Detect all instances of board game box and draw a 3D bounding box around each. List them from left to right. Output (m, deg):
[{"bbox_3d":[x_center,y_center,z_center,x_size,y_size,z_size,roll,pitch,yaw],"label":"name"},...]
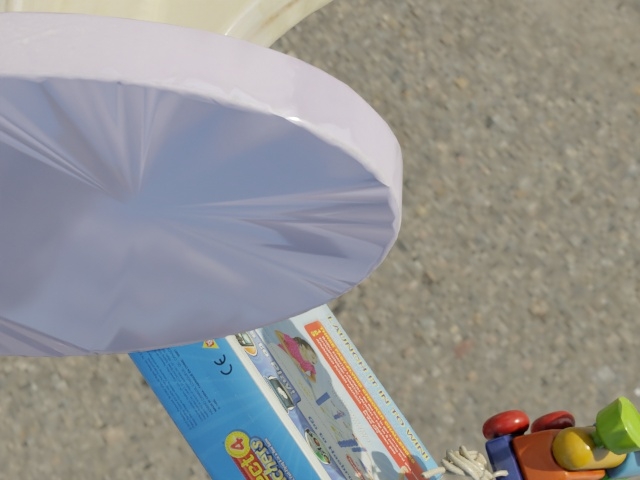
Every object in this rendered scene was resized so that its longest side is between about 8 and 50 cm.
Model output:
[{"bbox_3d":[-0.035,0.145,1.400,0.086,0.308,0.302,-36,173,15],"label":"board game box"}]

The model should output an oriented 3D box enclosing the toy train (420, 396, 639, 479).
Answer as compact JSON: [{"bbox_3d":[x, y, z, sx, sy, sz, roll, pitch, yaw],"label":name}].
[{"bbox_3d":[0.209,0.177,1.267,0.143,0.105,0.248,-30,157,30],"label":"toy train"}]

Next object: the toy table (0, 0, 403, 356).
[{"bbox_3d":[-0.103,-0.068,0.574,0.274,0.160,0.252,3,146,4],"label":"toy table"}]
